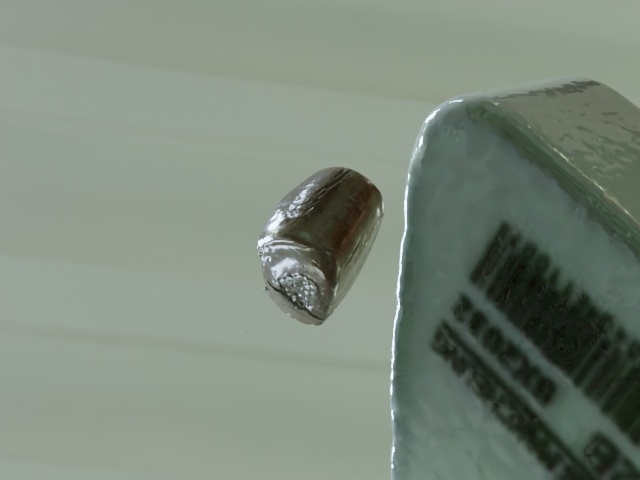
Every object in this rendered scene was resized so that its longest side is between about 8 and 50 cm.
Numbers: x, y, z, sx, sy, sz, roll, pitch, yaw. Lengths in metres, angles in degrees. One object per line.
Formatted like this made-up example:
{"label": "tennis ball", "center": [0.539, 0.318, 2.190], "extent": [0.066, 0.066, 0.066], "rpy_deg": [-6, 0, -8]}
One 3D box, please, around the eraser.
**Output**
{"label": "eraser", "center": [0.199, 0.080, 0.711], "extent": [0.150, 0.331, 0.331], "rpy_deg": [-17, -94, -47]}

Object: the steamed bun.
{"label": "steamed bun", "center": [0.000, 0.000, 1.267], "extent": [0.106, 0.175, 0.145], "rpy_deg": [26, -123, 10]}
